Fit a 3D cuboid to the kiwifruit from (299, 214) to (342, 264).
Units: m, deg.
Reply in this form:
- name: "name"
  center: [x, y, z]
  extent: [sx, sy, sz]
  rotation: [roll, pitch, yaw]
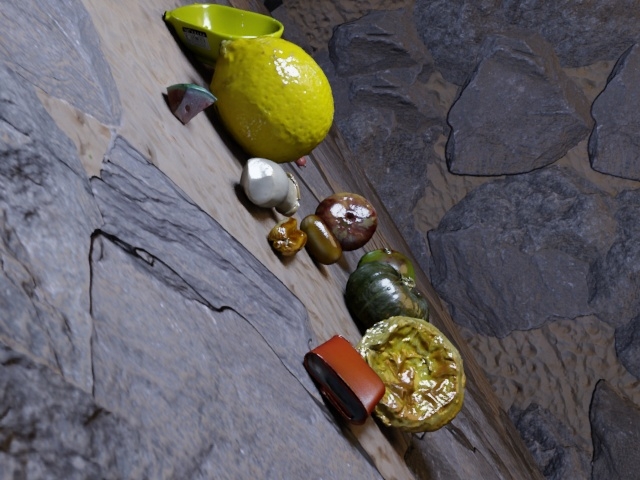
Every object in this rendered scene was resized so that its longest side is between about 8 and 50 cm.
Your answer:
- name: "kiwifruit"
  center: [0.000, 0.000, 1.674]
  extent: [0.124, 0.075, 0.075]
  rotation: [55, 11, 4]

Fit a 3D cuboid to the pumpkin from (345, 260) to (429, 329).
- name: "pumpkin"
  center: [0.157, 0.145, 1.729]
  extent: [0.224, 0.157, 0.224]
  rotation: [45, 7, -7]

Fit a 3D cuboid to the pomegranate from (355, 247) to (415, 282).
- name: "pomegranate"
  center: [0.166, 0.114, 1.919]
  extent: [0.159, 0.159, 0.205]
  rotation: [-91, 173, -70]

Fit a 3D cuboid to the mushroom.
- name: "mushroom"
  center: [-0.098, -0.105, 1.494]
  extent: [0.097, 0.088, 0.212]
  rotation: [49, 6, 20]

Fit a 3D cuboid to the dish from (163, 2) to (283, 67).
- name: "dish"
  center: [-0.225, -0.465, 1.751]
  extent: [0.262, 0.108, 0.221]
  rotation: [21, 31, 18]

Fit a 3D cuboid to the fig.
- name: "fig"
  center: [0.063, -0.059, 1.927]
  extent: [0.231, 0.160, 0.143]
  rotation: [-88, -176, -73]

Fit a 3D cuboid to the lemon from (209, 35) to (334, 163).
- name: "lemon"
  center: [-0.106, -0.307, 1.617]
  extent: [0.310, 0.253, 0.253]
  rotation: [52, 12, -23]

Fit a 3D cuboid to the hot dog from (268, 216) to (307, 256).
- name: "hot dog"
  center: [-0.063, -0.007, 1.487]
  extent: [0.071, 0.045, 0.165]
  rotation: [58, 11, -4]

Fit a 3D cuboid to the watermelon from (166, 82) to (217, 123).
- name: "watermelon"
  center: [-0.233, -0.251, 1.376]
  extent: [0.084, 0.092, 0.072]
  rotation: [-44, 140, -70]

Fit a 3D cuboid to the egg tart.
- name: "egg tart"
  center: [0.165, 0.260, 1.452]
  extent: [0.241, 0.241, 0.106]
  rotation: [60, -30, 16]

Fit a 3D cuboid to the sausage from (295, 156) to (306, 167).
- name: "sausage"
  center: [-0.112, -0.301, 2.122]
  extent: [0.253, 0.034, 0.034]
  rotation: [52, 12, -24]

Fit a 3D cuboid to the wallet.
- name: "wallet"
  center: [0.045, 0.232, 1.278]
  extent: [0.142, 0.045, 0.204]
  rotation: [49, 10, 8]
